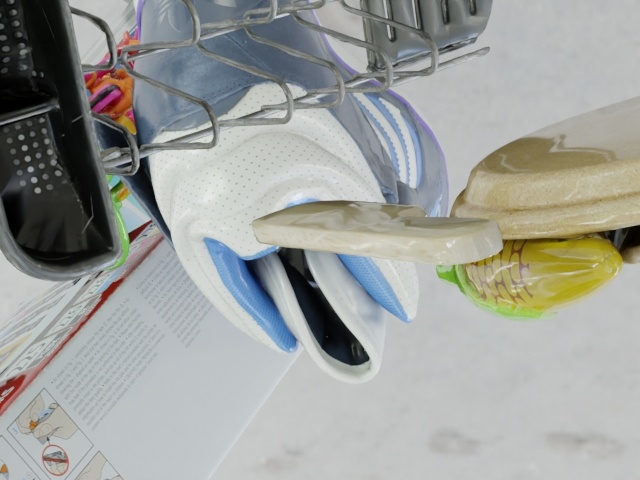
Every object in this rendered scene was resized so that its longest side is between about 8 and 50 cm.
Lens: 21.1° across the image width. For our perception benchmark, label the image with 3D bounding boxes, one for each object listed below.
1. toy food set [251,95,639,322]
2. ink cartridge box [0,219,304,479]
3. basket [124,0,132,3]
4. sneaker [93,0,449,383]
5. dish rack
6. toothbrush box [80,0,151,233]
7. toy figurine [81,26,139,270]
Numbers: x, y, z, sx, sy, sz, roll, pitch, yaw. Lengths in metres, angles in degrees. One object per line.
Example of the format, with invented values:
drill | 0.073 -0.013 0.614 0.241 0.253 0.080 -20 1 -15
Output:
toy food set | 0.092 -0.013 0.416 0.192 0.038 0.132 -19 -170 -19
ink cartridge box | -0.192 0.143 1.086 0.272 0.309 0.130 -29 105 37
basket | -0.164 -0.310 1.679 0.227 0.204 0.154 23 -179 34
sneaker | 0.000 0.000 0.942 0.130 0.236 0.323 -22 144 13
dish rack | -0.027 -0.126 0.605 0.074 0.271 0.208 17 122 51
toothbrush box | -0.104 -0.049 1.512 0.295 0.126 0.216 41 101 -18
toy figurine | -0.113 -0.089 1.036 0.130 0.159 0.173 41 153 3
